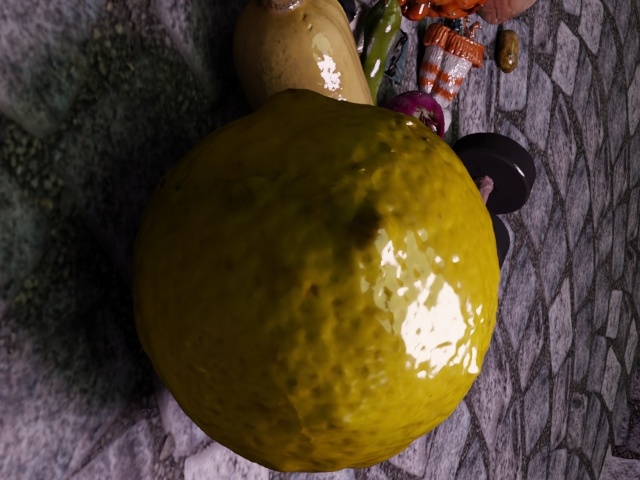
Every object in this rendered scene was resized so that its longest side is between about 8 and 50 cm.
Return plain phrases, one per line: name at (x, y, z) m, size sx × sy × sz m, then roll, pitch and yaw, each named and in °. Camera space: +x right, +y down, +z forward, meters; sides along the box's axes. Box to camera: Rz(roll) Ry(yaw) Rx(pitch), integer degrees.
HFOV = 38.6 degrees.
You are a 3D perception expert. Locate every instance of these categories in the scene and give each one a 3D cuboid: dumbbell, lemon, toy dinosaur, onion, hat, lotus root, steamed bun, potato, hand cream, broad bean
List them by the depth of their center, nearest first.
lemon at (-0.001, 0.049, 0.873) m, size 0.350 × 0.349 × 0.387 m, roll -34°, pitch 119°, yaw -53°
lotus root at (-0.019, -0.178, 1.013) m, size 0.146 × 0.130 × 0.303 m, roll -88°, pitch 161°, yaw -44°
broad bean at (0.065, -0.197, 1.196) m, size 0.052 × 0.052 × 0.256 m, roll -77°, pitch 175°, yaw -58°
hand cream at (0.065, -0.278, 1.237) m, size 0.075 × 0.052 × 0.248 m, roll -62°, pitch 157°, yaw 8°
onion at (0.132, -0.156, 1.309) m, size 0.115 × 0.104 × 0.115 m, roll -12°, pitch 120°, yaw -22°
hat at (0.191, -0.246, 1.434) m, size 0.112 × 0.093 × 0.162 m, roll 9°, pitch 105°, yaw -51°
dumbbell at (0.250, -0.054, 1.482) m, size 0.218 × 0.152 × 0.152 m, roll -61°, pitch 143°, yaw -35°
toy dinosaur at (0.232, -0.337, 1.499) m, size 0.055 × 0.049 × 0.154 m, roll -31°, pitch 133°, yaw -5°
steamed bun at (0.326, -0.470, 1.596) m, size 0.175 × 0.106 × 0.145 m, roll -49°, pitch 143°, yaw -25°
potato at (0.351, -0.355, 1.714) m, size 0.051 × 0.040 × 0.083 m, roll 2°, pitch 88°, yaw -83°

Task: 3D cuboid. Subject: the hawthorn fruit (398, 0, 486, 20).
hawthorn fruit at (0.147, -0.429, 1.199) m, size 0.211 × 0.211 × 0.299 m, roll 40°, pitch 50°, yaw -55°
